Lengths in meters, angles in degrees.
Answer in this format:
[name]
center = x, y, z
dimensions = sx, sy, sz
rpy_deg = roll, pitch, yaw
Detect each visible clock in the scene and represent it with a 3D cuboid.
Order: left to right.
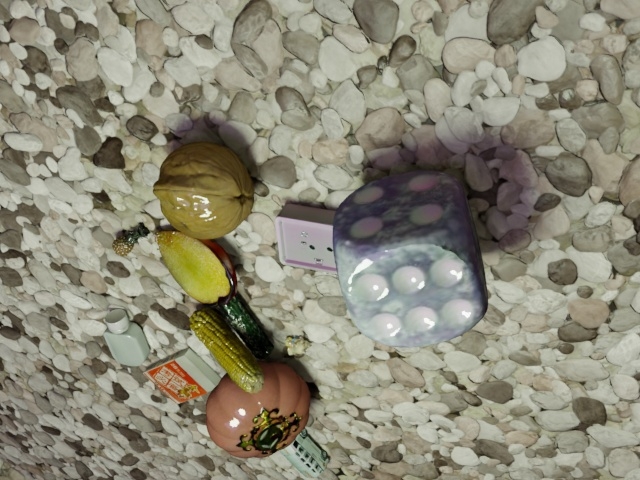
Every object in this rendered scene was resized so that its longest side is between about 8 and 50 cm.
[clock]
center = 0.000, 0.000, 1.680
dimensions = 0.197, 0.063, 0.150
rpy_deg = 9, 130, 17

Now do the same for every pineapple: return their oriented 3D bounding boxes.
[pineapple]
center = -0.503, -0.007, 1.913
dimensions = 0.124, 0.058, 0.058
rpy_deg = -35, 109, 25

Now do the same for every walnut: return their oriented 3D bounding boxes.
[walnut]
center = -0.265, -0.113, 1.615
dimensions = 0.228, 0.228, 0.228
rpy_deg = 12, 131, 14

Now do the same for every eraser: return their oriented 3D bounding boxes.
[eraser]
center = -0.431, 0.427, 2.237
dimensions = 0.230, 0.038, 0.157
rpy_deg = -27, 113, 38

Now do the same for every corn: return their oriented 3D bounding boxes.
[corn]
center = -0.252, 0.290, 1.925
dimensions = 0.320, 0.097, 0.097
rpy_deg = 42, 144, 38

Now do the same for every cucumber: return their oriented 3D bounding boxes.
[cucumber]
center = -0.225, 0.203, 1.945
dimensions = 0.067, 0.067, 0.293
rpy_deg = -15, 119, 33

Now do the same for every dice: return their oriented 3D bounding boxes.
[dice]
center = 0.186, 0.035, 1.457
dimensions = 0.270, 0.271, 0.270
rpy_deg = -13, 124, 15

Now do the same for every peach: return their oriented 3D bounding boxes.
[peach]
center = -0.315, 0.059, 1.855
dimensions = 0.279, 0.068, 0.189
rpy_deg = 42, 126, 13

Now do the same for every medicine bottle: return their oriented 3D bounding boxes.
[medicine bottle]
center = -0.597, 0.297, 2.182
dimensions = 0.119, 0.069, 0.183
rpy_deg = 5, 130, 21

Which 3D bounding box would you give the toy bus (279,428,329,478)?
[toy bus]
center = -0.056, 0.663, 2.231
dimensions = 0.087, 0.089, 0.194
rpy_deg = -22, 117, 36

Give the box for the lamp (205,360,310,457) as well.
[lamp]
center = -0.181, 0.463, 2.019
dimensions = 0.305, 0.239, 0.305
rpy_deg = -13, 126, -18

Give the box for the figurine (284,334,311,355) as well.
[figurine]
center = -0.067, 0.283, 1.960
dimensions = 0.083, 0.047, 0.051
rpy_deg = -20, 102, 42
